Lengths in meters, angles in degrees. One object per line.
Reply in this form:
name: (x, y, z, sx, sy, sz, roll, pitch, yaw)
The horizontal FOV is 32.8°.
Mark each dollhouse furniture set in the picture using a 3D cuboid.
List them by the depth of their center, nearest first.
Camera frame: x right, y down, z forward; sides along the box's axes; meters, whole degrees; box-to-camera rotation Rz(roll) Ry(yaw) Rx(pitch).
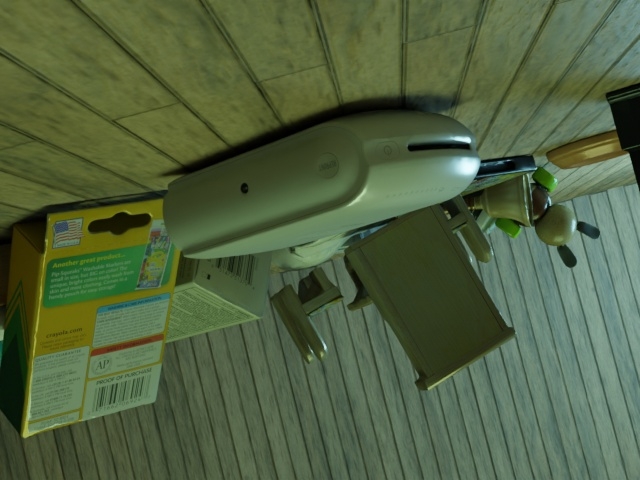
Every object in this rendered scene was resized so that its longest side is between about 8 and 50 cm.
dollhouse furniture set: (0.148, 0.105, 1.886, 0.362, 0.257, 0.394, -29, 177, -11)

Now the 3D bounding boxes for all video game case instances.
video game case: (0.216, -0.097, 2.004, 0.248, 0.035, 0.274, -10, 173, -44)

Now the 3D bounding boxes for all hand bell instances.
hand bell: (0.296, -0.075, 2.182, 0.241, 0.126, 0.126, -6, 178, 17)

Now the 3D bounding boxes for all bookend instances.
bookend: (0.460, -0.132, 1.505, 0.072, 0.156, 0.157, -15, 175, 24)

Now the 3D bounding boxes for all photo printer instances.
photo printer: (0.013, -0.065, 1.234, 0.307, 0.107, 0.256, -17, 175, 36)

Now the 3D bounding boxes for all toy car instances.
toy car: (0.491, -0.037, 2.304, 0.155, 0.188, 0.149, -53, 169, 7)

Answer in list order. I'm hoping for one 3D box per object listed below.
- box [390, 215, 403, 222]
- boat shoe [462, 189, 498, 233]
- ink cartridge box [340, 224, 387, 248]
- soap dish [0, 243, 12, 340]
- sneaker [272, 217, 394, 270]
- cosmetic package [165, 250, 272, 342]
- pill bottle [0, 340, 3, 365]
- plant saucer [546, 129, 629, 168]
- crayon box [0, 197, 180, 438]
box: (0.213, -0.065, 2.465, 0.137, 0.027, 0.094, -12, 175, -22)
boat shoe: (0.355, -0.079, 2.367, 0.114, 0.091, 0.302, -55, 167, 7)
ink cartridge box: (0.000, 0.000, 2.244, 0.238, 0.060, 0.275, -9, 177, 15)
soap dish: (-0.460, 0.079, 1.513, 0.228, 0.118, 0.290, -10, 174, -46)
sneaker: (-0.029, -0.023, 1.777, 0.169, 0.108, 0.292, -8, 163, -45)
cosmetic package: (-0.232, 0.066, 1.706, 0.296, 0.129, 0.153, -17, 145, 39)
pill bottle: (-0.569, 0.150, 1.909, 0.264, 0.146, 0.146, -15, 176, 5)
plant saucer: (0.524, -0.171, 2.034, 0.199, 0.037, 0.200, -13, 176, -1)
crayon box: (-0.292, 0.078, 1.393, 0.203, 0.323, 0.083, -10, -145, -40)
